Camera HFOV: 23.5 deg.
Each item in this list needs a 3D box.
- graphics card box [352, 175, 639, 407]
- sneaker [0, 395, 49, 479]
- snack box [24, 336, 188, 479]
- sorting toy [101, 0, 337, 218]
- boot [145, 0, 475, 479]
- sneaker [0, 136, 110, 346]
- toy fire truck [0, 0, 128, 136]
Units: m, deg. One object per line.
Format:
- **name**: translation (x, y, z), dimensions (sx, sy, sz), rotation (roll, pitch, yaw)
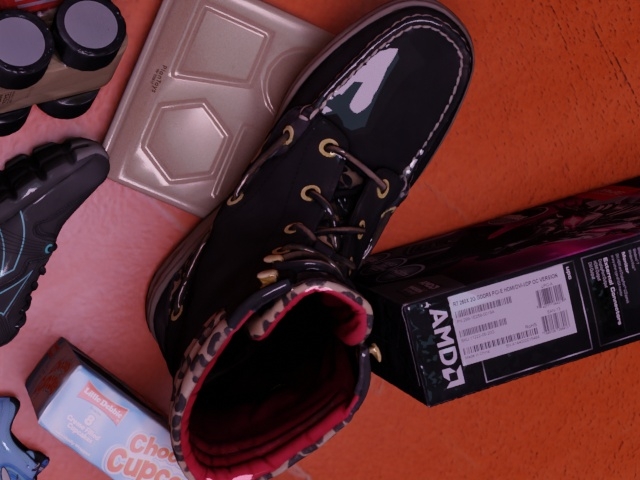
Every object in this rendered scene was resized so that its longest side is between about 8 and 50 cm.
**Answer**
- **graphics card box**: translation (0.212, 0.028, 1.307), dimensions (0.371, 0.233, 0.094), rotation (-17, 101, -12)
- **sneaker**: translation (-0.257, 0.205, 1.284), dimensions (0.073, 0.063, 0.162), rotation (-16, 97, -17)
- **snack box**: translation (-0.095, 0.205, 1.260), dimensions (0.322, 0.187, 0.060), rotation (39, 84, -13)
- **sorting toy**: translation (-0.068, -0.109, 1.333), dimensions (0.208, 0.038, 0.193), rotation (23, 87, -19)
- **boot**: translation (0.000, 0.000, 1.179), dimensions (0.138, 0.284, 0.377), rotation (39, 103, -19)
- **sneaker**: translation (-0.272, 0.020, 1.265), dimensions (0.267, 0.101, 0.106), rotation (-39, 113, -2)
- **toy fire truck**: translation (-0.288, -0.220, 1.219), dimensions (0.217, 0.158, 0.246), rotation (-18, 76, -26)
